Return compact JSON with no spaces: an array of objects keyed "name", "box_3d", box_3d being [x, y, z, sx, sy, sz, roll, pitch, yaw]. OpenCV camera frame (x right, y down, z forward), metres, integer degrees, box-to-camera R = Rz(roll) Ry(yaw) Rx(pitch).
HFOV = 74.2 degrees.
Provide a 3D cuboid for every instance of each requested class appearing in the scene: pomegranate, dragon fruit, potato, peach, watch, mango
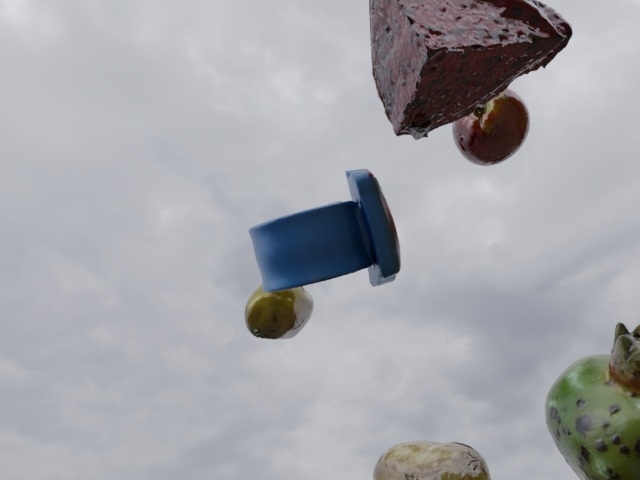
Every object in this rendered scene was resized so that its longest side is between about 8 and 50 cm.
[{"name":"pomegranate","box_3d":[0.325,0.181,0.444,0.159,0.159,0.204,-8,-67,6]},{"name":"dragon fruit","box_3d":[0.251,-0.316,0.721,0.331,0.240,0.302,-1,-53,6]},{"name":"potato","box_3d":[0.134,0.292,0.519,0.107,0.079,0.170,-4,-14,-34]},{"name":"peach","box_3d":[0.423,-0.272,1.054,0.198,0.197,0.197,-1,-47,-1]},{"name":"watch","box_3d":[0.000,0.000,0.867,0.275,0.305,0.241,-15,-92,-6]},{"name":"mango","box_3d":[-0.097,0.178,1.100,0.130,0.167,0.262,21,-4,23]}]

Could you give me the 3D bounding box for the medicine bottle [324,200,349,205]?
[{"name":"medicine bottle","box_3d":[0.078,-0.007,1.461,0.139,0.139,0.236,-10,-55,8]}]
